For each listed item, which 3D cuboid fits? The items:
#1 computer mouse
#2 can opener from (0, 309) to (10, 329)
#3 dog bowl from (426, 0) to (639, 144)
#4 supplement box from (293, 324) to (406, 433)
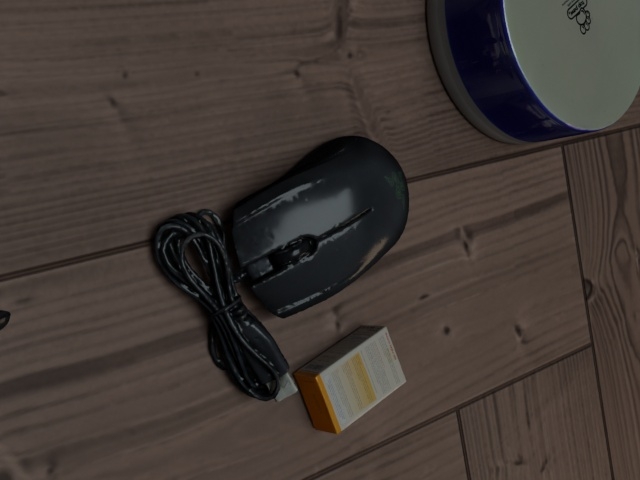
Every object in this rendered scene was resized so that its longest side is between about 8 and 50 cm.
[{"bbox_3d":[0.000,0.000,0.824,0.272,0.072,0.189,-41,112,-32],"label":"computer mouse"},{"bbox_3d":[-0.290,0.075,0.603,0.186,0.073,0.059,-19,93,-46],"label":"can opener"},{"bbox_3d":[0.245,-0.243,1.006,0.264,0.104,0.265,1,88,-38],"label":"dog bowl"},{"bbox_3d":[0.029,0.130,0.865,0.098,0.036,0.062,-30,106,-35],"label":"supplement box"}]
